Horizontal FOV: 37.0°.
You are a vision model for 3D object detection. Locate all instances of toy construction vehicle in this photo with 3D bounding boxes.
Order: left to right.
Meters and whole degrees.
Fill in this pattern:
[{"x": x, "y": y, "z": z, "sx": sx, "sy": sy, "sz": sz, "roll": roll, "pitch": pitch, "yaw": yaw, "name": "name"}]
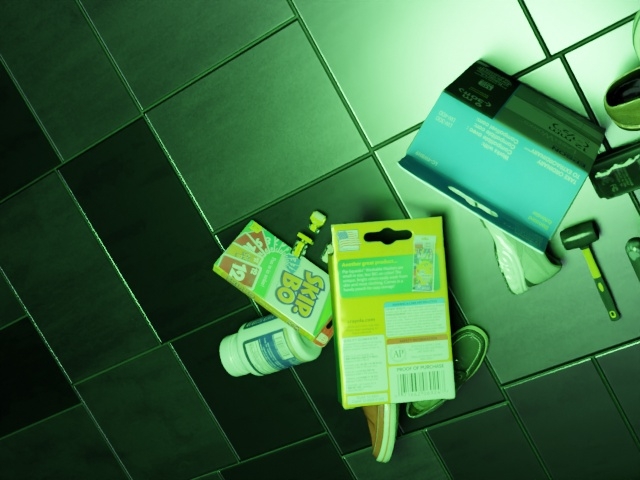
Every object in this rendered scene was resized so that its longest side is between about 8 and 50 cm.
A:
[{"x": 0.000, "y": 0.000, "z": 1.812, "sx": 0.086, "sy": 0.035, "sz": 0.098, "roll": 29, "pitch": 103, "yaw": 20, "name": "toy construction vehicle"}]

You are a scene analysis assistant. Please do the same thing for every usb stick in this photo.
[{"x": 0.566, "y": -0.141, "z": 1.524, "sx": 0.278, "sy": 0.045, "sz": 0.077, "roll": -22, "pitch": 108, "yaw": 27, "name": "usb stick"}]

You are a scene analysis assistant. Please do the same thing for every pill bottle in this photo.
[{"x": -0.101, "y": 0.205, "z": 1.889, "sx": 0.186, "sy": 0.112, "sz": 0.112, "roll": -20, "pitch": 101, "yaw": 27, "name": "pill bottle"}]

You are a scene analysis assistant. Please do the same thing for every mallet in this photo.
[{"x": 0.465, "y": 0.058, "z": 1.650, "sx": 0.062, "sy": 0.039, "sz": 0.190, "roll": -12, "pitch": 109, "yaw": 24, "name": "mallet"}]

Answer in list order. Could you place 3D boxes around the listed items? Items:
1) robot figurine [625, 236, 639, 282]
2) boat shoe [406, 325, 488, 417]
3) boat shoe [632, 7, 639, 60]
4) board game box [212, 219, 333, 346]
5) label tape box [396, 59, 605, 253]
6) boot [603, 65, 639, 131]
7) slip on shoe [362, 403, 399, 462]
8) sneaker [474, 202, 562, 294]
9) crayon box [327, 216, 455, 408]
[{"x": 0.612, "y": 0.005, "z": 1.489, "sx": 0.209, "sy": 0.173, "sz": 0.278, "roll": 3, "pitch": 122, "yaw": 60, "name": "robot figurine"}, {"x": 0.235, "y": 0.256, "z": 1.794, "sx": 0.080, "sy": 0.073, "sz": 0.223, "roll": 38, "pitch": 119, "yaw": 5, "name": "boat shoe"}, {"x": 0.653, "y": -0.190, "z": 1.331, "sx": 0.500, "sy": 0.156, "sz": 0.187, "roll": 33, "pitch": 113, "yaw": -13, "name": "boat shoe"}, {"x": -0.065, "y": 0.083, "z": 1.824, "sx": 0.259, "sy": 0.124, "sz": 0.039, "roll": 37, "pitch": 153, "yaw": 4, "name": "board game box"}, {"x": 0.286, "y": -0.141, "z": 1.463, "sx": 0.249, "sy": 0.347, "sz": 0.115, "roll": 31, "pitch": 118, "yaw": 8, "name": "label tape box"}, {"x": 0.575, "y": -0.246, "z": 1.429, "sx": 0.305, "sy": 0.115, "sz": 0.112, "roll": -20, "pitch": 75, "yaw": 25, "name": "boot"}, {"x": 0.097, "y": 0.262, "z": 1.821, "sx": 0.101, "sy": 0.123, "sz": 0.331, "roll": -5, "pitch": 103, "yaw": 9, "name": "slip on shoe"}, {"x": 0.328, "y": -0.043, "z": 1.638, "sx": 0.108, "sy": 0.100, "sz": 0.272, "roll": -22, "pitch": 106, "yaw": 17, "name": "sneaker"}, {"x": 0.124, "y": 0.125, "z": 1.706, "sx": 0.203, "sy": 0.083, "sz": 0.323, "roll": -4, "pitch": 92, "yaw": -6, "name": "crayon box"}]
